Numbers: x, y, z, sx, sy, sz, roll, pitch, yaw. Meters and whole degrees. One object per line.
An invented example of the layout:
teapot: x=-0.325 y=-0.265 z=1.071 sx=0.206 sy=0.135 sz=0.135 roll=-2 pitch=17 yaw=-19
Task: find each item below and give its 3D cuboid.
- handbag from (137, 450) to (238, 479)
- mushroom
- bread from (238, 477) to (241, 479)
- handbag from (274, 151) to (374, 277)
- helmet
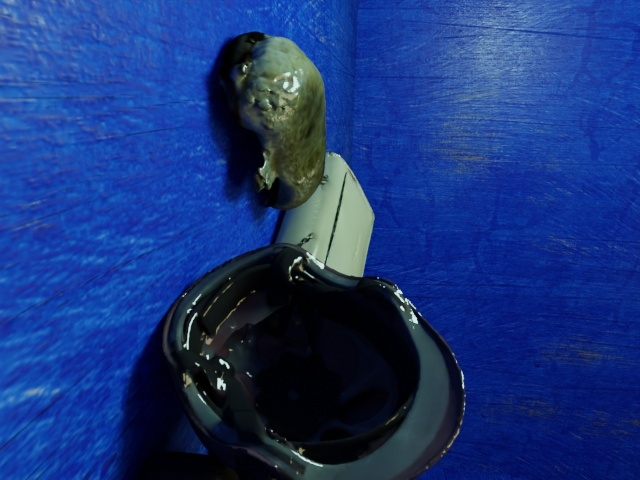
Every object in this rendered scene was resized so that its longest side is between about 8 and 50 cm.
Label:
handbag: x=-0.150 y=0.392 z=0.483 sx=0.257 sy=0.114 sz=0.285 roll=91 pitch=7 yaw=-63
mushroom: x=-0.057 y=-0.177 z=0.732 sx=0.344 sy=0.130 sz=0.247 roll=79 pitch=13 yaw=-56
bread: x=-0.067 y=0.273 z=0.793 sx=0.366 sy=0.129 sz=0.381 roll=-77 pitch=166 yaw=-47
handbag: x=0.000 y=0.000 z=1.020 sx=0.236 sy=0.160 sz=0.358 roll=62 pitch=32 yaw=-44
helmet: x=-0.021 y=0.169 z=0.531 sx=0.271 sy=0.339 sz=0.197 roll=-47 pitch=155 yaw=-41
